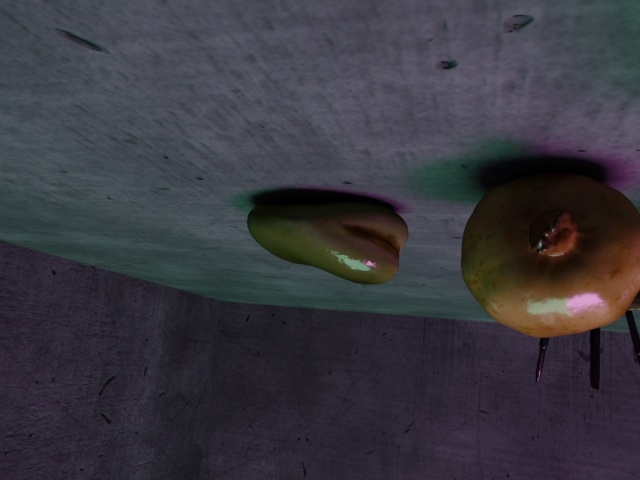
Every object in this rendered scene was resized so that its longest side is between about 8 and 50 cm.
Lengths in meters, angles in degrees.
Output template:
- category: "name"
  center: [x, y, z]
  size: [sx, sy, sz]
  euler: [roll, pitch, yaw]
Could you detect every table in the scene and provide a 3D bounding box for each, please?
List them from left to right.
- category: "table"
  center: [0.642, 0.226, 1.282]
  size: [0.318, 0.248, 0.317]
  euler: [5, 168, 1]

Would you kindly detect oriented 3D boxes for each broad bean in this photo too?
- category: "broad bean"
  center: [0.000, 0.000, 0.851]
  size: [0.263, 0.121, 0.189]
  euler: [2, 164, 27]

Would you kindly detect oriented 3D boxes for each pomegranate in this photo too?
- category: "pomegranate"
  center: [0.267, 0.014, 0.634]
  size: [0.207, 0.206, 0.207]
  euler: [6, 168, 1]

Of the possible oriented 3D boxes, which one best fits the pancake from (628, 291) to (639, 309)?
- category: "pancake"
  center: [0.647, 0.093, 1.019]
  size: [0.295, 0.049, 0.294]
  euler: [-4, 179, 0]
